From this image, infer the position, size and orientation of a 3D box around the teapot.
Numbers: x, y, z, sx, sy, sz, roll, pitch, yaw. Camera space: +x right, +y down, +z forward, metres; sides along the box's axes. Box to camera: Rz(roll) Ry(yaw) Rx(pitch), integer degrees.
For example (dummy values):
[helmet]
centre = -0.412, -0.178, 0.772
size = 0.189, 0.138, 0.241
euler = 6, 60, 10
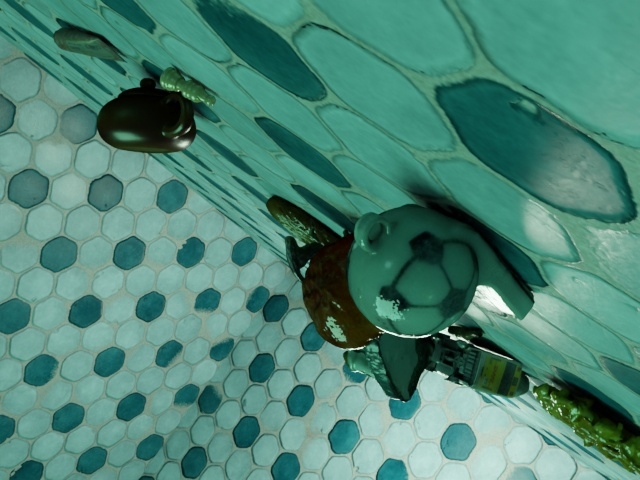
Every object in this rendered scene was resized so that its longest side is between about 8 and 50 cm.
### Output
[teapot]
centre = -0.303, -0.228, 1.378
size = 0.178, 0.135, 0.252
euler = -4, -177, -41

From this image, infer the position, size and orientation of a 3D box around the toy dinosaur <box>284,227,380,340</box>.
[toy dinosaur]
centre = 0.041, 0.070, 1.501
size = 0.294, 0.162, 0.077
euler = 37, 143, -17

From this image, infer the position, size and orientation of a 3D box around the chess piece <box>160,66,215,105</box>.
[chess piece]
centre = -0.196, -0.227, 1.147
size = 0.092, 0.035, 0.035
euler = 30, 173, 20

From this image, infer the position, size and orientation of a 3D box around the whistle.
[whistle]
centre = 0.125, 0.051, 0.895
size = 0.163, 0.163, 0.289
euler = 29, 171, 48

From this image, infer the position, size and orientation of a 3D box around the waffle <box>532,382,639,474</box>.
[waffle]
centre = 0.556, 0.379, 1.489
size = 0.325, 0.068, 0.302
euler = 34, 175, -3

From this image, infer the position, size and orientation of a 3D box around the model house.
[model house]
centre = 0.100, 0.205, 1.766
size = 0.291, 0.184, 0.253
euler = 20, 149, 40

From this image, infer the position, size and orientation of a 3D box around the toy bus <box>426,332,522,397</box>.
[toy bus]
centre = 0.338, 0.280, 1.760
size = 0.138, 0.097, 0.342
euler = 15, 177, -8

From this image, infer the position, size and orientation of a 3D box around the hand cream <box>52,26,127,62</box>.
[hand cream]
centre = -0.434, -0.363, 1.416
size = 0.209, 0.043, 0.067
euler = 23, 167, 43

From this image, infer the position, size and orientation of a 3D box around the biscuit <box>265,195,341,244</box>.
[biscuit]
centre = 0.000, 0.000, 1.811
size = 0.318, 0.040, 0.318
euler = 36, 175, 4

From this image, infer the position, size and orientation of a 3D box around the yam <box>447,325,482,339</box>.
[yam]
centre = 0.312, 0.201, 1.662
size = 0.029, 0.027, 0.234
euler = 4, 175, -3

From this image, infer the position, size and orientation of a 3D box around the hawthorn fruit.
[hawthorn fruit]
centre = 0.049, 0.064, 1.352
size = 0.243, 0.207, 0.207
euler = 56, 175, 3

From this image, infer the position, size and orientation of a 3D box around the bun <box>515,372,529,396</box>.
[bun]
centre = 0.438, 0.323, 1.742
size = 0.083, 0.083, 0.045
euler = 25, 127, 62
